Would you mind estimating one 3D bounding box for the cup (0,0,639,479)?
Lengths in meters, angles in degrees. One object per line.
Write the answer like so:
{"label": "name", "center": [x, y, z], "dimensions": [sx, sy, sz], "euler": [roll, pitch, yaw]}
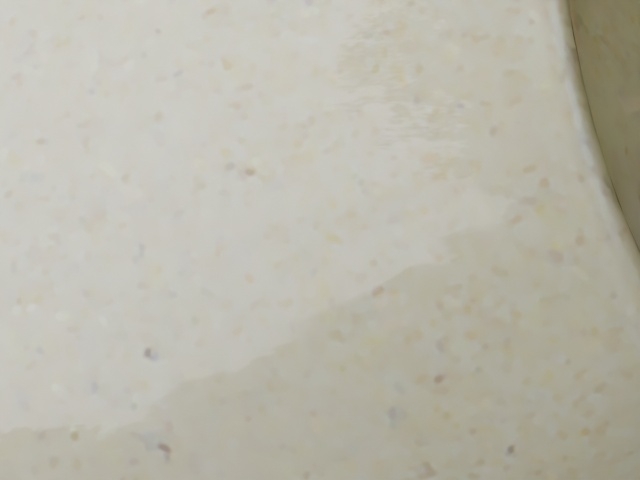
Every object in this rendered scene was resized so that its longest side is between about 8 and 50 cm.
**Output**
{"label": "cup", "center": [0.000, 0.000, 0.453], "dimensions": [0.237, 0.331, 0.331], "euler": [-18, 50, 33]}
